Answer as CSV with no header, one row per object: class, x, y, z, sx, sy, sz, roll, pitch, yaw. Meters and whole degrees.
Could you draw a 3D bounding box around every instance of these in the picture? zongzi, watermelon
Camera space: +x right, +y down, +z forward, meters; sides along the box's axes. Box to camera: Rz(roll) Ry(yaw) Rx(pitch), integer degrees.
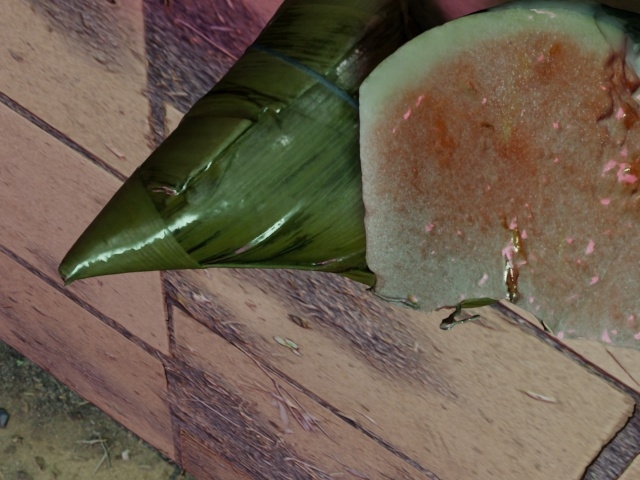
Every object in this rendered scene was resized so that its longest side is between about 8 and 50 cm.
zongzi,0.000,0.000,0.942,0.251,0.274,0.125,49,163,-27
watermelon,0.169,-0.017,0.777,0.305,0.180,0.224,11,161,45
